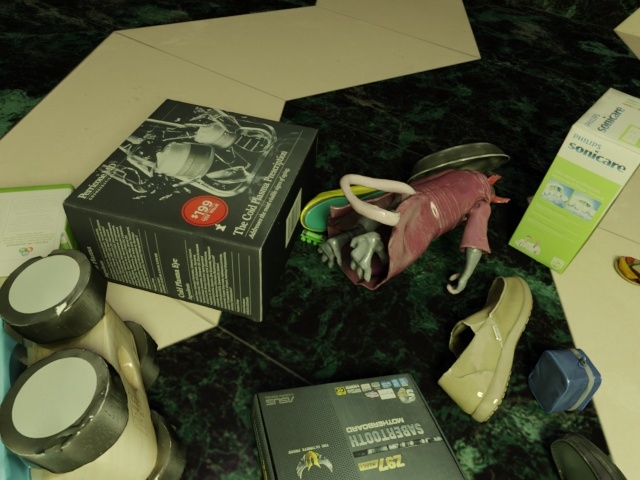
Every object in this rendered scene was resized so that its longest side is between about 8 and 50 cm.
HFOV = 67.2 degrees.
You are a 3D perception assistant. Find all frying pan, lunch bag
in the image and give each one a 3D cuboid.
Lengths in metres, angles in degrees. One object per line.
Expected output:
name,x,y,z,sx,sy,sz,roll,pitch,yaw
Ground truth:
frying pan,0.324,-0.154,0.976,0.326,0.197,0.053,-9,84,-26
lunch bag,0.362,0.203,0.707,0.065,0.098,0.067,-1,40,-12

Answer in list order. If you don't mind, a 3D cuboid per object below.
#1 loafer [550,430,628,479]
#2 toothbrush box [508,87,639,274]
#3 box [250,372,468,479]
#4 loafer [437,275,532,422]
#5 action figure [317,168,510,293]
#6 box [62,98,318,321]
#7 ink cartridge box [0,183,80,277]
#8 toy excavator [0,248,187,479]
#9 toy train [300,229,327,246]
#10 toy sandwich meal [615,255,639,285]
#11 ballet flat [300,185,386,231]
loafer,0.347,0.343,0.579,0.078,0.076,0.223,-3,49,-21
toothbrush box,0.499,-0.108,0.908,0.122,0.283,0.206,34,50,25
box,0.044,0.266,0.599,0.233,0.059,0.183,-1,39,-20
loafer,0.256,0.144,0.751,0.092,0.102,0.268,26,48,10
action figure,0.176,-0.063,0.839,0.370,0.275,0.248,-24,48,-18
box,-0.198,-0.071,0.860,0.313,0.179,0.343,12,44,7
ink cartridge box,-0.504,0.028,0.781,0.189,0.097,0.255,-6,48,-13
toy excavator,-0.383,0.282,0.493,0.445,0.222,0.433,-24,51,-10
toy train,0.000,0.000,0.921,0.083,0.023,0.017,21,46,13
toy sandwich meal,0.618,0.057,0.934,0.086,0.029,0.085,4,45,-3
ballet flat,0.046,-0.074,0.974,0.231,0.077,0.077,-16,35,-29
